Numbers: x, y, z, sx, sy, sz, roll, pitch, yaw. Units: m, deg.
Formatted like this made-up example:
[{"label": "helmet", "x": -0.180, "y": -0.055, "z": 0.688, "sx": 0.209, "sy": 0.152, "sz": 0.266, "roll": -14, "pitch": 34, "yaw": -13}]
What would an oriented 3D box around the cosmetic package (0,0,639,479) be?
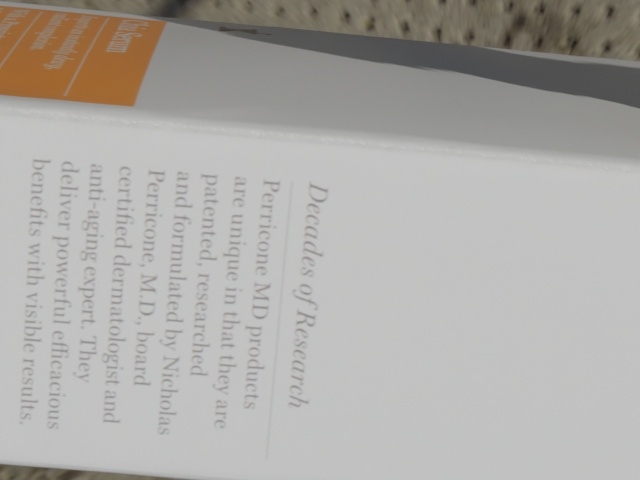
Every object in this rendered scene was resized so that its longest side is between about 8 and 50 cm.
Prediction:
[{"label": "cosmetic package", "x": 0.000, "y": 0.000, "z": 0.841, "sx": 0.453, "sy": 0.230, "sz": 0.161, "roll": 5, "pitch": 107, "yaw": -3}]
